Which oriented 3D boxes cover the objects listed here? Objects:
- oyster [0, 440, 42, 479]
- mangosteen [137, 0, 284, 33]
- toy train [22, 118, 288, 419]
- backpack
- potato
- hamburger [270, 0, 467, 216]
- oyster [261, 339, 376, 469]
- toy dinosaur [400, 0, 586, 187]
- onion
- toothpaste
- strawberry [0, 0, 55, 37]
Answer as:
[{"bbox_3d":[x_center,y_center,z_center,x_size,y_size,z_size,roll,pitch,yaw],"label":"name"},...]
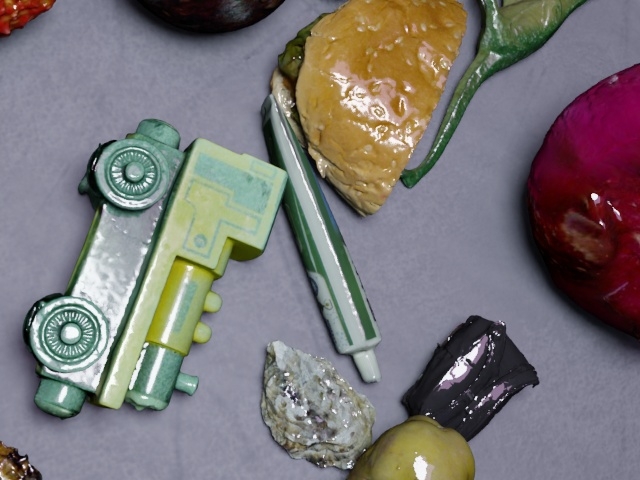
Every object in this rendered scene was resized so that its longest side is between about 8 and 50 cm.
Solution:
[{"bbox_3d":[-0.390,0.307,1.009,0.177,0.056,0.105,-37,98,-25],"label":"oyster"},{"bbox_3d":[-0.142,-0.400,1.134,0.288,0.288,0.288,4,77,-16],"label":"mangosteen"},{"bbox_3d":[-0.201,0.046,1.081,0.237,0.150,0.369,23,74,-17],"label":"toy train"},{"bbox_3d":[0.186,0.183,1.182,0.165,0.106,0.120,-39,113,-5],"label":"backpack"},{"bbox_3d":[0.101,0.308,1.091,0.137,0.154,0.200,26,88,-10],"label":"potato"},{"bbox_3d":[0.046,-0.215,1.201,0.209,0.162,0.330,23,77,-12],"label":"hamburger"},{"bbox_3d":[-0.008,0.210,1.141,0.177,0.064,0.125,30,67,-10],"label":"oyster"},{"bbox_3d":[0.290,-0.255,1.331,0.447,0.087,0.301,-10,93,-23],"label":"toy dinosaur"},{"bbox_3d":[0.454,-0.088,1.245,0.398,0.398,0.420,9,33,-15],"label":"onion"},{"bbox_3d":[0.000,0.000,1.180,0.061,0.099,0.392,-20,87,-13],"label":"toothpaste"},{"bbox_3d":[-0.490,-0.339,1.042,0.343,0.292,0.292,9,74,-39],"label":"strawberry"}]
